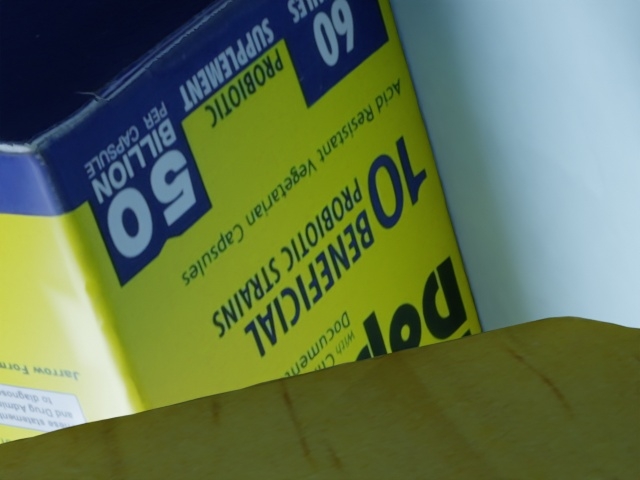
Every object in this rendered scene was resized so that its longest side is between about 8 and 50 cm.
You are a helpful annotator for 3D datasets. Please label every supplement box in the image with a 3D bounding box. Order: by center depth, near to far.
[{"bbox_3d":[-0.062,0.065,0.798,0.195,0.194,0.356,5,125,37],"label":"supplement box"}]

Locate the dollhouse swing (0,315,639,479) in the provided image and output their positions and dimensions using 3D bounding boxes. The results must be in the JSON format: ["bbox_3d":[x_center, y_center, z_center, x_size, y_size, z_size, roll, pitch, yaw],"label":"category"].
[{"bbox_3d":[0.023,0.234,0.511,0.315,0.347,0.305,-115,12,-69],"label":"dollhouse swing"}]
